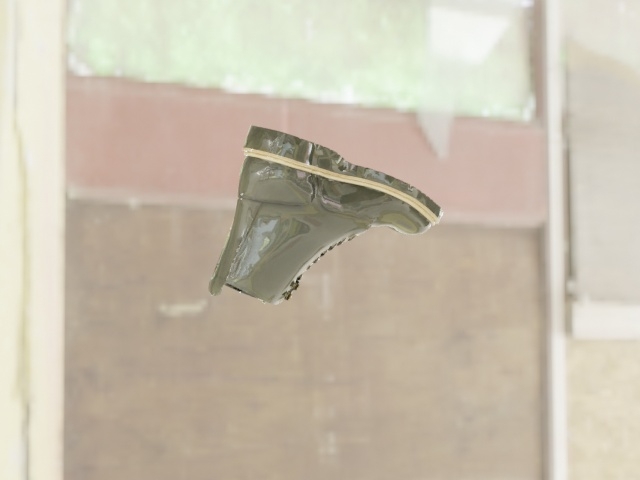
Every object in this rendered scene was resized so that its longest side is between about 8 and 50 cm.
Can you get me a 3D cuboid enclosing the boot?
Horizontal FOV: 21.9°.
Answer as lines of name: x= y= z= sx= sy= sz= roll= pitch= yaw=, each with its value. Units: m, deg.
boot: x=0.000 y=0.000 z=1.331 sx=0.198 sy=0.137 sz=0.077 roll=20 pitch=178 yaw=-34
